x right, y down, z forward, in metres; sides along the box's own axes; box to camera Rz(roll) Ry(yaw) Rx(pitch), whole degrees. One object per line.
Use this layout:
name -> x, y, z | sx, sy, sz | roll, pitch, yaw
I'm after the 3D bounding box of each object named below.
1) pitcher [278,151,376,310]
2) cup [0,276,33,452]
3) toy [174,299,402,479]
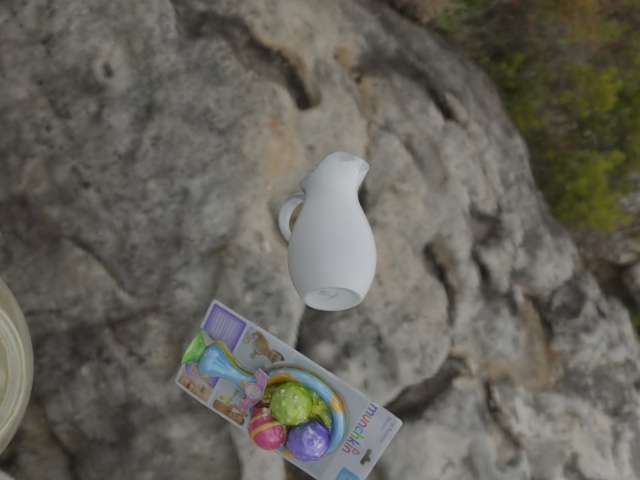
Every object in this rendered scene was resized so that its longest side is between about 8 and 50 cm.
pitcher -> 0.000, 0.000, 1.621 | 0.125, 0.178, 0.207 | 19, 56, -33
cup -> -0.417, 0.126, 1.104 | 0.331, 0.237, 0.331 | 3, 85, -39
toy -> -0.049, 0.181, 1.192 | 0.237, 0.137, 0.056 | 34, 35, 10
